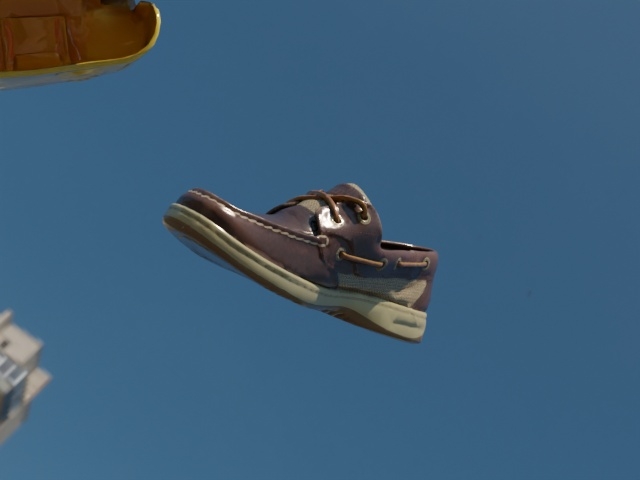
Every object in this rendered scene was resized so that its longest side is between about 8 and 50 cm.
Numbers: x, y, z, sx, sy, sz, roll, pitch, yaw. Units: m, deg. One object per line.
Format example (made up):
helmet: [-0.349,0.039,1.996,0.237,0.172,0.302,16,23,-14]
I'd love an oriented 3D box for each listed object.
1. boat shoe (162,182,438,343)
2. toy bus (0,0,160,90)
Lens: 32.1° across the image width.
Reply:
boat shoe: [0.000,0.000,1.049,0.342,0.123,0.123,25,-2,-43]
toy bus: [-0.141,-0.151,0.404,0.211,0.149,0.220,170,-86,-73]
